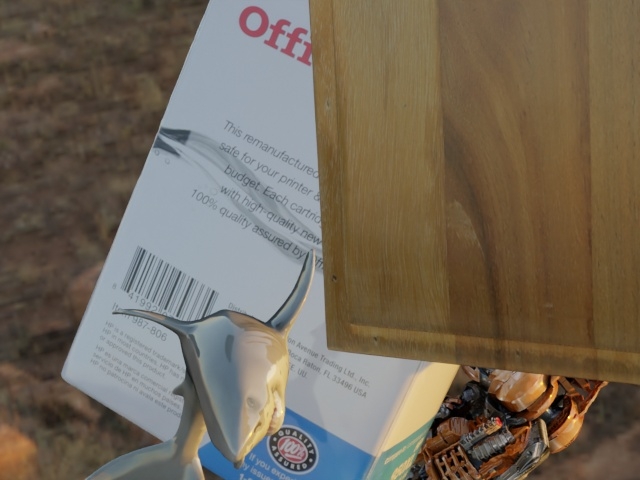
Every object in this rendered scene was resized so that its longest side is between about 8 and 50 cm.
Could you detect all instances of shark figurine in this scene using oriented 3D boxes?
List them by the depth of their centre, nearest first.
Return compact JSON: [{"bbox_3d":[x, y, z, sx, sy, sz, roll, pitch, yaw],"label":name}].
[{"bbox_3d":[-0.090,0.087,0.905,0.116,0.278,0.166,21,64,-10],"label":"shark figurine"}]

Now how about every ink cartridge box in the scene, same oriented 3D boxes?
[{"bbox_3d":[0.000,0.000,1.147,0.285,0.395,0.166,29,15,18],"label":"ink cartridge box"}]

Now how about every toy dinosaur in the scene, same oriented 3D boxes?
[{"bbox_3d":[0.187,0.159,1.310,0.322,0.164,0.218,-21,17,-9],"label":"toy dinosaur"}]

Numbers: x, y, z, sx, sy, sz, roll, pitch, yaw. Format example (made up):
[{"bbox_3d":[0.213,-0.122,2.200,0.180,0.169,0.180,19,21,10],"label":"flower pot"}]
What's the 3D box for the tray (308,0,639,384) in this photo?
[{"bbox_3d":[0.093,-0.148,0.599,0.203,0.411,0.076,4,14,32],"label":"tray"}]
